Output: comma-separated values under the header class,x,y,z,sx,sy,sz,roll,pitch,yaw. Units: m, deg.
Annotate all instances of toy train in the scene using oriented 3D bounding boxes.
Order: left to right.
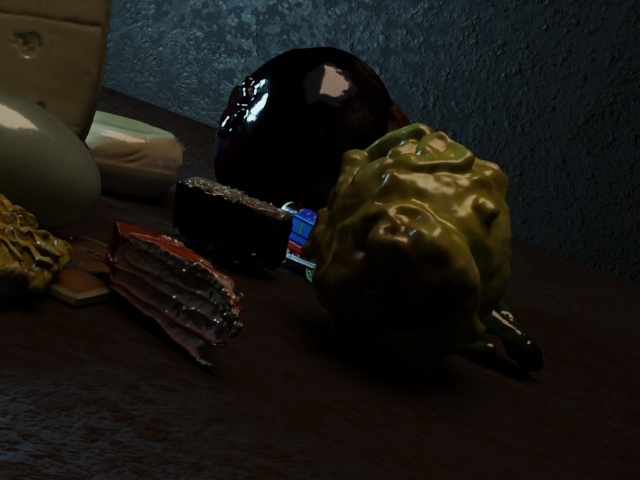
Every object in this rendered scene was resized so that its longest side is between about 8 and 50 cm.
class,x,y,z,sx,sy,sz,roll,pitch,yaw
toy train,0.000,0.000,1.689,0.204,0.131,0.082,27,14,39

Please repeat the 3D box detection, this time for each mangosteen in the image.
class,x,y,z,sx,sy,sz,roll,pitch,yaw
mangosteen,0.010,-0.160,1.909,0.435,0.382,0.382,28,6,-24

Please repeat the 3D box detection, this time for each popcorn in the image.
class,x,y,z,sx,sy,sz,roll,pitch,yaw
popcorn,0.120,0.004,1.365,0.312,0.312,0.312,18,10,-3

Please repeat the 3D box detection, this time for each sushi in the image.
class,x,y,z,sx,sy,sz,roll,pitch,yaw
sushi,-0.153,-0.025,1.605,0.212,0.115,0.147,22,8,26

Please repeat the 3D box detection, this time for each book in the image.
class,x,y,z,sx,sy,sz,roll,pitch,yaw
book,-0.311,0.035,1.284,0.170,0.018,0.241,22,11,18

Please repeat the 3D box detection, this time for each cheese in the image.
class,x,y,z,sx,sy,sz,roll,pitch,yaw
cheese,-0.387,-0.170,1.911,0.233,0.127,0.266,16,10,-14

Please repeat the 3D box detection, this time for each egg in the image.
class,x,y,z,sx,sy,sz,roll,pitch,yaw
egg,-0.428,-0.106,1.355,0.264,0.183,0.183,22,9,-16

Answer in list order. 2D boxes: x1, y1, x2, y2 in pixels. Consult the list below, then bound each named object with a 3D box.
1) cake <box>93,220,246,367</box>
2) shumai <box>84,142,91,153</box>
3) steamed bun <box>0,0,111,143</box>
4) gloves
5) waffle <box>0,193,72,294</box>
class,x,y,z,sx,sy,sz,roll,pitch,yaw
cake,-0.157,0.060,1.178,0.135,0.098,0.287,26,5,-42
shumai,-0.467,-0.138,1.735,0.123,0.139,0.105,46,-23,-2
steamed bun,-0.535,-0.319,1.539,0.371,0.456,0.290,12,3,-25
gloves,0.243,0.125,1.573,0.135,0.107,0.268,-29,42,-33
waffle,-0.408,-0.029,1.151,0.250,0.056,0.261,31,8,-14
